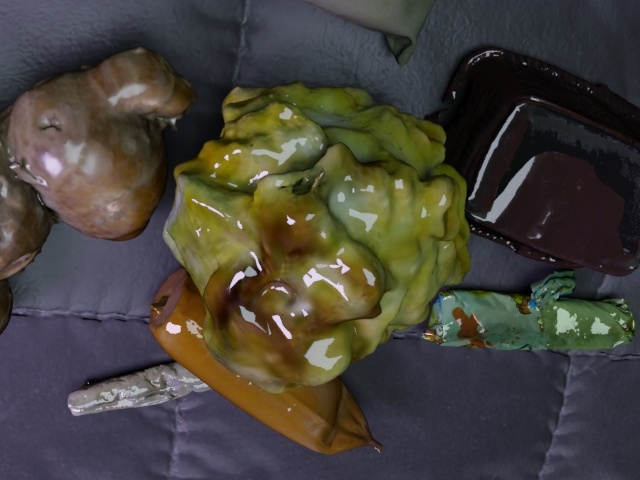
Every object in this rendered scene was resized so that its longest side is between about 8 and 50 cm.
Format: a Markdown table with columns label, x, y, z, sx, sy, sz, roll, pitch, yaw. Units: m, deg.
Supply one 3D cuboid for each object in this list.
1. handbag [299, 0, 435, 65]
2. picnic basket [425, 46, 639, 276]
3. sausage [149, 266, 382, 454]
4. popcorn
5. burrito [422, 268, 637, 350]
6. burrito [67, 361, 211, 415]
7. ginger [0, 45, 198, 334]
| label | x | y | z | sx | sy | sz | roll | pitch | yaw |
| --- | --- | --- | --- | --- | --- | --- | --- | --- | --- |
| handbag | 0.013 | -0.339 | 0.877 | 0.315 | 0.109 | 0.253 | 18 | 103 | -30 |
| picnic basket | 0.266 | -0.074 | 1.031 | 0.296 | 0.129 | 0.223 | 20 | 104 | -20 |
| sausage | -0.055 | 0.154 | 1.059 | 0.328 | 0.112 | 0.112 | 40 | 98 | -23 |
| popcorn | 0.010 | -0.014 | 0.923 | 0.312 | 0.312 | 0.312 | -4 | 112 | -11 |
| burrito | 0.265 | 0.085 | 1.137 | 0.287 | 0.054 | 0.104 | 4 | 108 | -12 |
| burrito | -0.197 | 0.170 | 1.073 | 0.185 | 0.041 | 0.045 | -13 | 104 | -10 |
| ginger | -0.285 | -0.054 | 0.903 | 0.375 | 0.176 | 0.256 | -32 | 132 | -1 |
